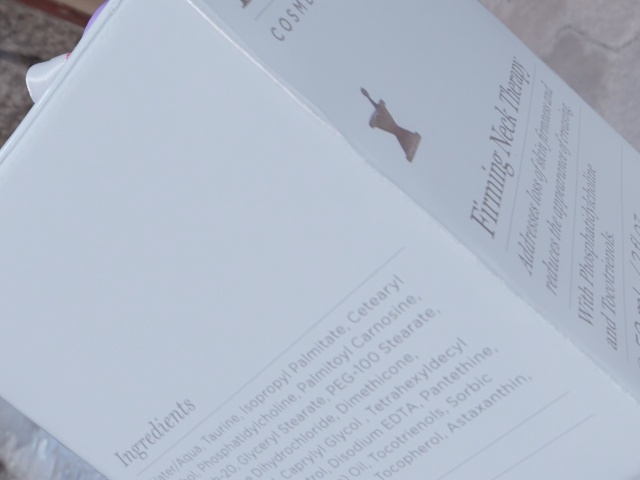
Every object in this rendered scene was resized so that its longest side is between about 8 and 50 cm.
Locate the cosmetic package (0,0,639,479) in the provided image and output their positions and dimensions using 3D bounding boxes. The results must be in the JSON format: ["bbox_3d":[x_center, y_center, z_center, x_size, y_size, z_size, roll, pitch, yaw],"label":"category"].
[{"bbox_3d":[0.000,0.000,0.692,0.327,0.393,0.329,-42,13,33],"label":"cosmetic package"}]

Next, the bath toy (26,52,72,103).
[{"bbox_3d":[-0.351,-0.116,1.323,0.129,0.151,0.348,-33,47,48],"label":"bath toy"}]

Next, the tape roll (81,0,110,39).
[{"bbox_3d":[-0.182,-0.192,1.238,0.090,0.275,0.275,-5,65,32],"label":"tape roll"}]
